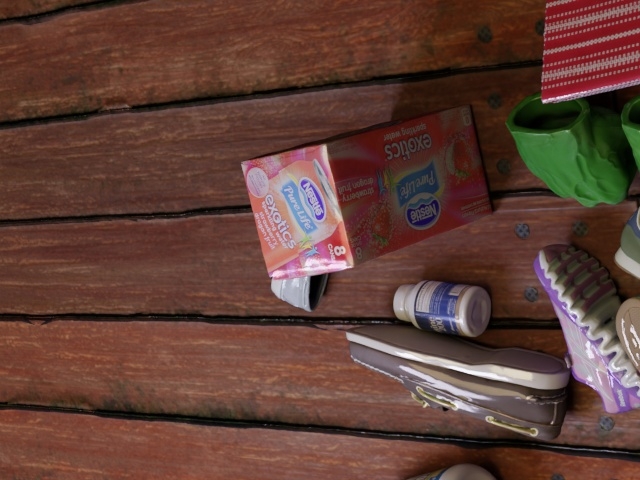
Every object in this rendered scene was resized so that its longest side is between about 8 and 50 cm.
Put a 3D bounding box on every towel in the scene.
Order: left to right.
[{"bbox_3d":[0.335,-0.290,1.613,0.198,0.031,0.275,-11,64,41],"label":"towel"}]

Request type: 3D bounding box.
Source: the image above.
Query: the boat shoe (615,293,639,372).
[{"bbox_3d":[0.467,0.154,1.676,0.285,0.092,0.103,37,136,24],"label":"boat shoe"}]

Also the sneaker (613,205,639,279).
[{"bbox_3d":[0.427,0.022,1.688,0.192,0.064,0.086,31,125,34],"label":"sneaker"}]

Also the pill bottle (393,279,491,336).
[{"bbox_3d":[0.158,0.087,1.933,0.120,0.067,0.067,6,106,39],"label":"pill bottle"}]

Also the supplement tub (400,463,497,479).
[{"bbox_3d":[0.144,0.388,1.981,0.199,0.144,0.144,-24,87,41],"label":"supplement tub"}]

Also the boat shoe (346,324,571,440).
[{"bbox_3d":[0.171,0.179,1.921,0.324,0.116,0.097,11,106,32],"label":"boat shoe"}]

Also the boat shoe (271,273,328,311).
[{"bbox_3d":[-0.001,0.001,2.045,0.081,0.079,0.228,31,126,19],"label":"boat shoe"}]

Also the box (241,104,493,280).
[{"bbox_3d":[0.064,-0.062,1.814,0.142,0.300,0.154,-9,96,42],"label":"box"}]

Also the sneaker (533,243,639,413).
[{"bbox_3d":[0.327,0.115,1.787,0.236,0.095,0.104,55,137,13],"label":"sneaker"}]

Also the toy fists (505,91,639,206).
[{"bbox_3d":[0.352,-0.105,1.673,0.279,0.096,0.142,1,139,39],"label":"toy fists"}]
